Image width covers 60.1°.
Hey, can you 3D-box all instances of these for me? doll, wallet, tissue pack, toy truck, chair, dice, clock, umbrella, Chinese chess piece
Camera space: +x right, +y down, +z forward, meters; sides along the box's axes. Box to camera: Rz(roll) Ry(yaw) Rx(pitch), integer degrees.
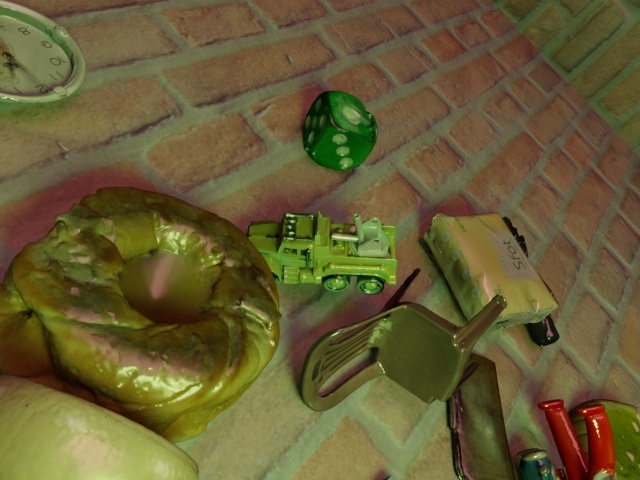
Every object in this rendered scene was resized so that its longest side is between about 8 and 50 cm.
[{"bbox_3d":[0.391,0.444,0.965,0.085,0.114,0.152,-13,72,1],"label":"doll"},{"bbox_3d":[0.485,0.474,0.960,0.098,0.188,0.384,-12,77,-11],"label":"doll"},{"bbox_3d":[0.292,0.325,1.029,0.137,0.031,0.256,21,48,-21],"label":"wallet"},{"bbox_3d":[0.354,0.066,1.188,0.214,0.123,0.257,-5,58,-30],"label":"tissue pack"},{"bbox_3d":[-0.003,0.002,0.928,0.259,0.135,0.129,0,52,6],"label":"toy truck"},{"bbox_3d":[0.140,0.183,0.902,0.183,0.176,0.326,28,36,27],"label":"chair"},{"bbox_3d":[0.040,-0.235,1.197,0.128,0.120,0.131,11,51,-27],"label":"dice"},{"bbox_3d":[-0.508,-0.298,0.897,0.236,0.053,0.237,21,47,-24],"label":"clock"},{"bbox_3d":[0.468,0.089,1.287,0.090,0.094,0.326,-4,60,-21],"label":"umbrella"},{"bbox_3d":[-0.246,0.232,0.555,0.249,0.249,0.103,32,56,-12],"label":"Chinese chess piece"}]

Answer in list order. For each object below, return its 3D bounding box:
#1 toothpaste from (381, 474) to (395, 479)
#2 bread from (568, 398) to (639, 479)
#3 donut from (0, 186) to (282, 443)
[{"bbox_3d":[0.070,0.415,0.801,0.046,0.034,0.164,48,44,9],"label":"toothpaste"},{"bbox_3d":[0.614,0.437,1.147,0.236,0.070,0.236,17,51,-22],"label":"bread"},{"bbox_3d":[-0.229,0.087,0.729,0.360,0.170,0.361,23,38,-19],"label":"donut"}]
